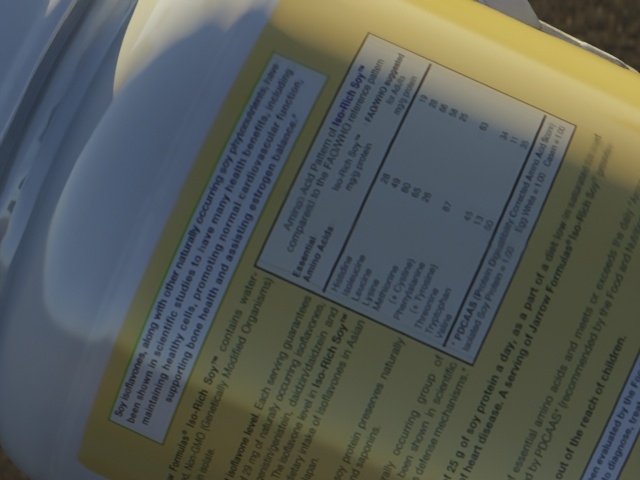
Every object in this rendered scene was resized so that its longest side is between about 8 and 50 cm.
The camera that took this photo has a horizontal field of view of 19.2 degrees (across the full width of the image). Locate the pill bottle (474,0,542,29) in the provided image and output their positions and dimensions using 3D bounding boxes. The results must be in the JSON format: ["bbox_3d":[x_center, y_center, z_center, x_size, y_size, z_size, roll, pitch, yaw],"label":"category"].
[{"bbox_3d":[0.006,-0.133,1.500,0.323,0.181,0.181,-31,52,8],"label":"pill bottle"}]

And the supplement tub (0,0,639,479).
[{"bbox_3d":[0.021,0.022,0.731,0.331,0.241,0.241,25,56,3],"label":"supplement tub"}]

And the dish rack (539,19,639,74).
[{"bbox_3d":[0.183,-0.099,1.874,0.333,0.286,0.072,32,34,34],"label":"dish rack"}]
